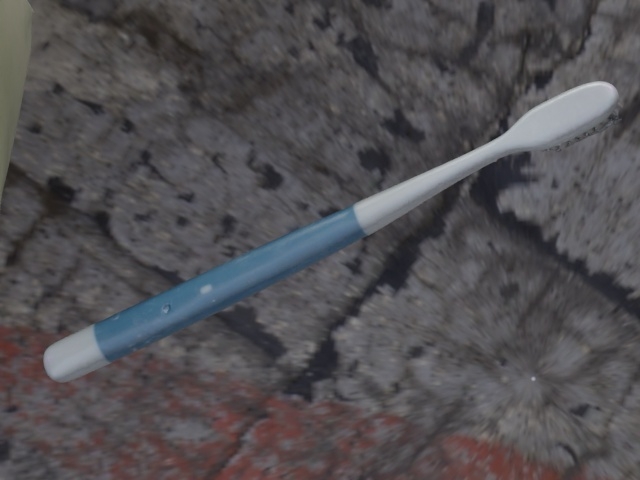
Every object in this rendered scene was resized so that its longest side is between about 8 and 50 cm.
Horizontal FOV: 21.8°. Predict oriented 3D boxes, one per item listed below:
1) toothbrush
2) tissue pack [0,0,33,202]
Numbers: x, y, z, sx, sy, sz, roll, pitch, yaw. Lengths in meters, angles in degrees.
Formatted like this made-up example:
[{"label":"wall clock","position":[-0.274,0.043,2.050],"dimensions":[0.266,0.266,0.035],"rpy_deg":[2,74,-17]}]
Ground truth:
[{"label":"toothbrush","position":[0.000,0.000,0.694],"dimensions":[0.276,0.025,0.019],"rpy_deg":[-26,74,18]},{"label":"tissue pack","position":[-0.278,-0.076,0.689],"dimensions":[0.207,0.380,0.297],"rpy_deg":[4,66,11]}]
